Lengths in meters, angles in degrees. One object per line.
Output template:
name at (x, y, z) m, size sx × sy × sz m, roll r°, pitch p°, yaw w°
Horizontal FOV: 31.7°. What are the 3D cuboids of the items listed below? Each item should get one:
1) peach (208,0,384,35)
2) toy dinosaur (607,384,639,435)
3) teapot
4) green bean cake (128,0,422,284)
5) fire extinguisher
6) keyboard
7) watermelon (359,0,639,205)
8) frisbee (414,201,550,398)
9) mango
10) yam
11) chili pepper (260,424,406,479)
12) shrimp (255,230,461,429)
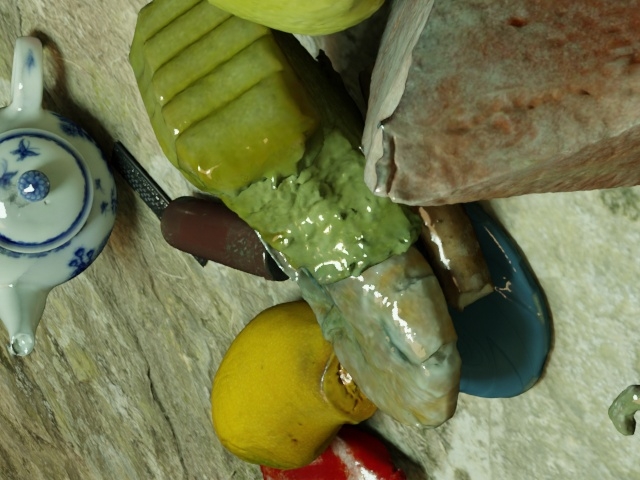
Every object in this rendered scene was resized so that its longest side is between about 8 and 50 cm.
peach at (-0.035, -0.303, 0.742) m, size 0.314 × 0.281 × 0.315 m, roll 42°, pitch -176°, yaw -14°
toy dinosaur at (0.367, 0.158, 0.890) m, size 0.294 × 0.077 × 0.162 m, roll 34°, pitch 143°, yaw 3°
teapot at (-0.391, -0.059, 1.491) m, size 0.280 × 0.252 × 0.424 m, roll 167°, pitch 105°, yaw -70°
green bean cake at (-0.040, -0.089, 0.934) m, size 0.236 × 0.124 × 0.233 m, roll 42°, pitch -162°, yaw -52°
fire extinguisher at (-0.121, -0.004, 1.379) m, size 0.268 × 0.072 × 0.089 m, roll 15°, pitch 153°, yaw 46°
keyboard at (-0.216, -0.048, 1.515) m, size 0.198 × 0.010 × 0.063 m, roll 48°, pitch 151°, yaw 8°
watermelon at (0.137, -0.121, 0.761) m, size 0.283 × 0.292 × 0.250 m, roll 48°, pitch 178°, yaw 10°
frisbee at (0.103, 0.053, 1.153) m, size 0.289 × 0.049 × 0.289 m, roll 34°, pitch 145°, yaw 28°
mango at (-0.033, 0.169, 1.348) m, size 0.359 × 0.144 × 0.187 m, roll -48°, pitch 54°, yaw 52°
yam at (0.097, -0.050, 1.023) m, size 0.057 × 0.057 × 0.241 m, roll -13°, pitch 100°, yaw 57°
chili pepper at (0.021, 0.292, 1.470) m, size 0.136 × 0.144 × 0.253 m, roll 27°, pitch 152°, yaw -29°
shrimp at (0.000, 0.000, 1.126) m, size 0.445 × 0.110 × 0.221 m, roll 55°, pitch 157°, yaw 25°
